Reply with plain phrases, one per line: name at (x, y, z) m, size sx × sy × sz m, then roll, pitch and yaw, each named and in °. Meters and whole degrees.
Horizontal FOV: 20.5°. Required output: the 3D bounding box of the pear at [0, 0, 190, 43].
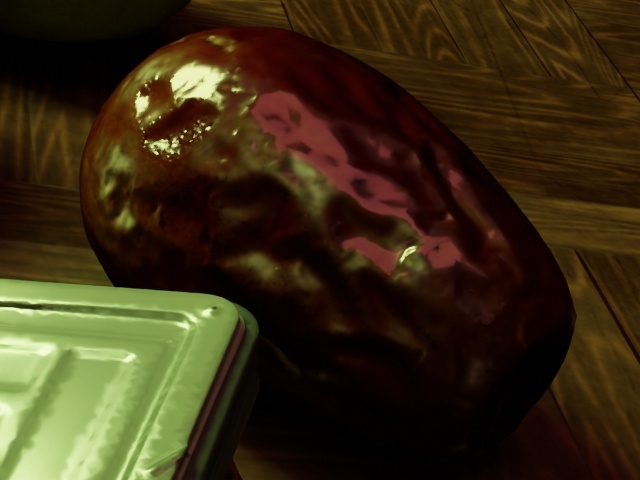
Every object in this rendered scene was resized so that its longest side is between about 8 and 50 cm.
pear at (-0.237, -0.295, 1.429) m, size 0.375 × 0.287 × 0.287 m, roll -7°, pitch 24°, yaw 17°

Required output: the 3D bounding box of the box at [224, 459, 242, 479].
box at (-0.069, 0.178, 0.761) m, size 0.070 × 0.152 × 0.237 m, roll 5°, pitch 30°, yaw -22°

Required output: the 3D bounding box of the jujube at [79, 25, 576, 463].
jujube at (0.000, 0.000, 1.084) m, size 0.318 × 0.223 × 0.223 m, roll 38°, pitch 35°, yaw 23°

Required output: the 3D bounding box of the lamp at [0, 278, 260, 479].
lamp at (-0.177, 0.100, 0.699) m, size 0.266 × 0.047 × 0.269 m, roll 3°, pitch 33°, yaw 11°
